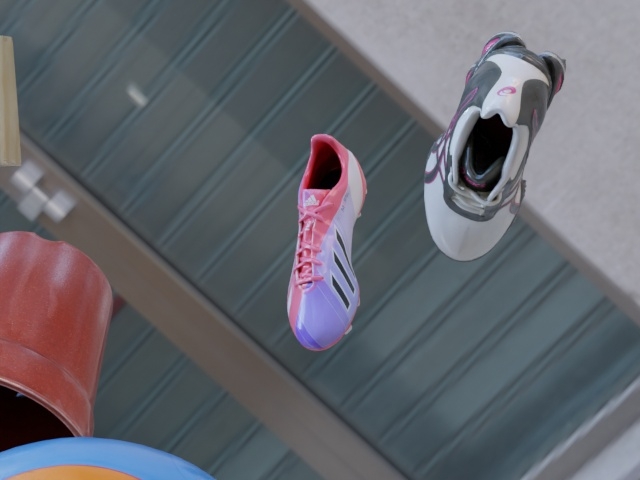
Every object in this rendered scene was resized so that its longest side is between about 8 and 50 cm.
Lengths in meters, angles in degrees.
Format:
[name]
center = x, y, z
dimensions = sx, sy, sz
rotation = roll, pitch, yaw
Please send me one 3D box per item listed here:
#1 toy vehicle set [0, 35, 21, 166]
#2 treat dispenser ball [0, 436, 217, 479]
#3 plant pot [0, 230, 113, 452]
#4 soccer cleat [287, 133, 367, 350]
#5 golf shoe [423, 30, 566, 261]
[toy vehicle set]
center = -0.507, -0.171, 1.648
dimensions = 0.267, 0.166, 0.035
rotation = -2, 1, 32
[treat dispenser ball]
center = -0.151, 0.268, 0.779
dimensions = 0.288, 0.288, 0.288
rotation = -47, 3, 3
[plant pot]
center = -0.376, 0.148, 1.505
dimensions = 0.272, 0.272, 0.265
rotation = -45, 23, 37
[soccer cleat]
center = 0.000, 0.000, 1.343
dimensions = 0.083, 0.095, 0.248
rotation = -8, 51, 24
[golf shoe]
center = 0.146, -0.068, 1.200
dimensions = 0.120, 0.105, 0.273
rotation = -59, -14, -44
